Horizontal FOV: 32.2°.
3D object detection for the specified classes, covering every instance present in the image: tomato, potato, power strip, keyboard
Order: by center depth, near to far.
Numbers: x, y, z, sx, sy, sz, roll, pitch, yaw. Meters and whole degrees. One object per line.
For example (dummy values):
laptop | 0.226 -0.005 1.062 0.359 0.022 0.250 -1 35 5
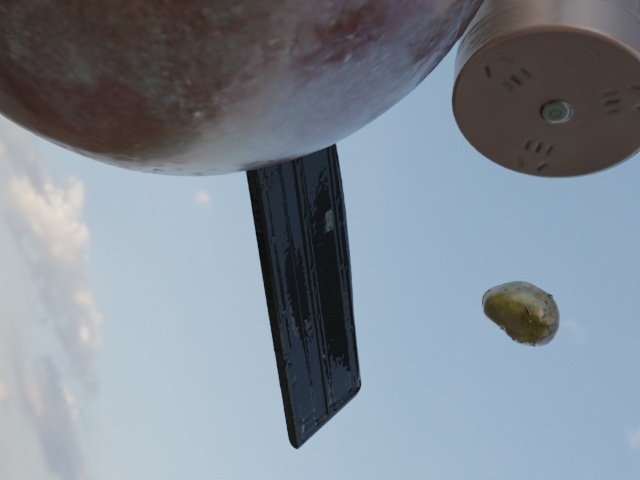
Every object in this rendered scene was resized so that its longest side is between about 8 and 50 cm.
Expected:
tomato | -0.057 -0.188 0.540 0.317 0.316 0.282 53 -9 36
power strip | 0.173 -0.119 0.799 0.154 0.154 0.078 103 1 -53
keyboard | -0.011 -0.005 0.856 0.041 0.103 0.381 24 -48 31
potato | 0.292 0.101 1.622 0.138 0.091 0.070 41 -28 49
